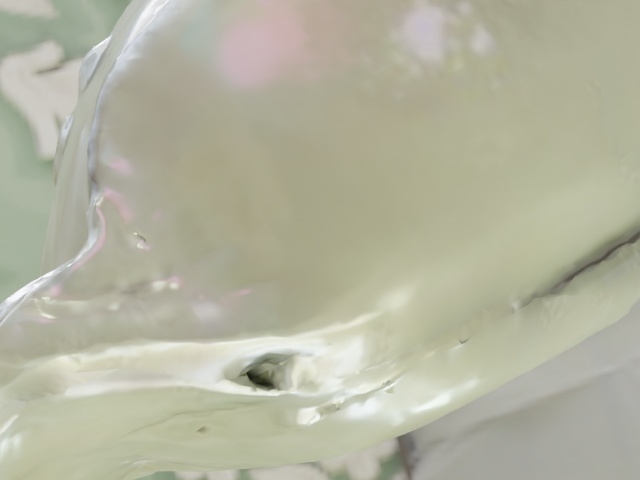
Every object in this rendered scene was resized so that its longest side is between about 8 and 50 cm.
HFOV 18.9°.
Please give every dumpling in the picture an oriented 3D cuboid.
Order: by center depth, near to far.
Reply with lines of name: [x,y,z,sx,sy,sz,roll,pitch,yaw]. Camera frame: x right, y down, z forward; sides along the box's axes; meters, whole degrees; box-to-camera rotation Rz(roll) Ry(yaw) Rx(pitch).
dumpling: [0.000,0.000,0.761,0.233,0.395,0.315,37,-37,11]
